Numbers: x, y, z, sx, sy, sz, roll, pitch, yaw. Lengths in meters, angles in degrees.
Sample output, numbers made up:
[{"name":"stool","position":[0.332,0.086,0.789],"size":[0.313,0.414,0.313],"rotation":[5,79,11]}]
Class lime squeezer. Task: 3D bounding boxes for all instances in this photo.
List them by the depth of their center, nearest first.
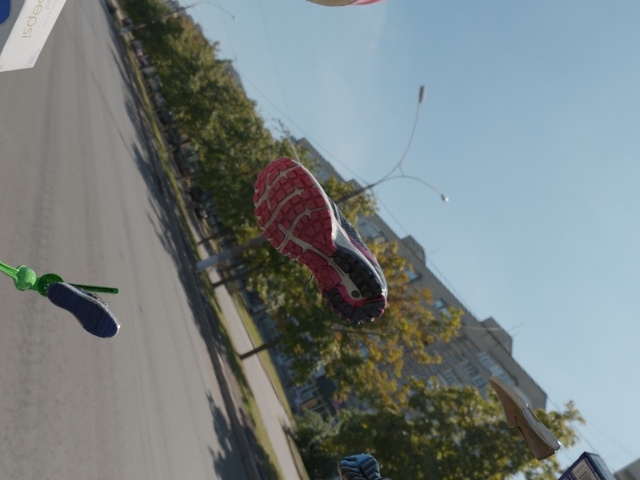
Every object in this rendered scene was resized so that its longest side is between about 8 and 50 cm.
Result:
[{"name":"lime squeezer","position":[-0.603,0.090,1.121],"size":[0.310,0.110,0.059],"rotation":[31,67,-52]}]

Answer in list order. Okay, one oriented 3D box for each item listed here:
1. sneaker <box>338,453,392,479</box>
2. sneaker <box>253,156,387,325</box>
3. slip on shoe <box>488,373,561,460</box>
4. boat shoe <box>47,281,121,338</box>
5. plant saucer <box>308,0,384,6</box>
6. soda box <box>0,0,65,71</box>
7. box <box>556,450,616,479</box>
[{"name":"sneaker","position":[0.125,0.618,1.191],"size":[0.341,0.125,0.140],"rotation":[-178,-103,-85]},{"name":"sneaker","position":[0.000,0.000,0.850],"size":[0.299,0.121,0.112],"rotation":[56,18,-4]},{"name":"slip on shoe","position":[0.296,0.264,0.778],"size":[0.135,0.041,0.051],"rotation":[51,1,13]},{"name":"boat shoe","position":[-0.496,0.144,1.121],"size":[0.183,0.066,0.066],"rotation":[34,5,10]},{"name":"plant saucer","position":[-0.020,-0.402,0.603],"size":[0.332,0.084,0.332],"rotation":[32,-11,7]},{"name":"soda box","position":[-0.315,-0.287,0.550],"size":[0.074,0.216,0.069],"rotation":[41,25,-7]},{"name":"box","position":[0.366,0.438,0.758],"size":[0.225,0.036,0.136],"rotation":[-62,-158,25]}]
